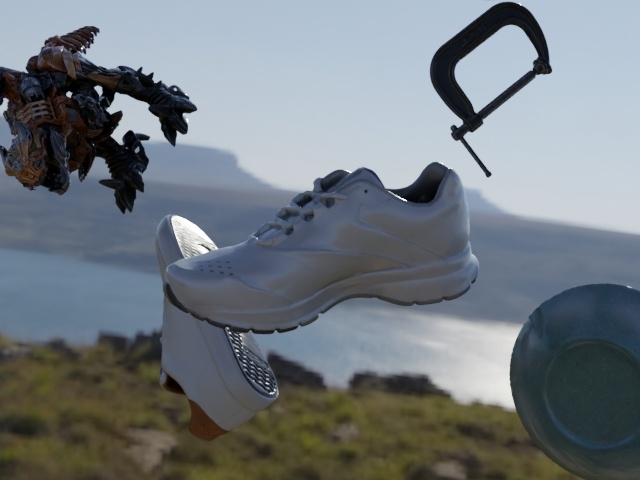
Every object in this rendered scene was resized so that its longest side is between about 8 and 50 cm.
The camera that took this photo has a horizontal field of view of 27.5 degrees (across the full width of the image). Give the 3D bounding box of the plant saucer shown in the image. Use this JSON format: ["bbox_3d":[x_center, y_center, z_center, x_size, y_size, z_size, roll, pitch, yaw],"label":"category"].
[{"bbox_3d":[0.259,0.138,1.205,0.195,0.195,0.037,8,13,29],"label":"plant saucer"}]

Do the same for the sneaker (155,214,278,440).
[{"bbox_3d":[-0.152,0.096,1.481,0.106,0.123,0.290,29,27,-44],"label":"sneaker"}]

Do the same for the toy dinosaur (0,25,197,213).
[{"bbox_3d":[-0.273,-0.161,1.501,0.218,0.322,0.164,26,-36,-22],"label":"toy dinosaur"}]

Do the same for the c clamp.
[{"bbox_3d":[0.188,-0.171,1.401,0.137,0.160,0.022,47,-9,-8],"label":"c clamp"}]

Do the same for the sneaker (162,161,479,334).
[{"bbox_3d":[0.000,0.000,1.172,0.297,0.129,0.111,-12,24,-21],"label":"sneaker"}]
